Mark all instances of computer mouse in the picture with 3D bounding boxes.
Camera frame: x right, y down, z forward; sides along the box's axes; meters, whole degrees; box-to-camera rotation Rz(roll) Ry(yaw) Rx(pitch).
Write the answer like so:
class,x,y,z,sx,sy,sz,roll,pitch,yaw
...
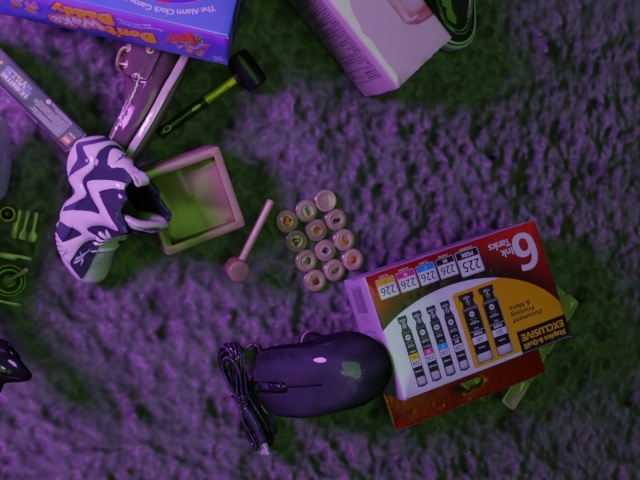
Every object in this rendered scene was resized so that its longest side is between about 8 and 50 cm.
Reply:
class,x,y,z,sx,sy,sz,roll,pitch,yaw
computer mouse,-0.024,0.224,1.235,0.272,0.072,0.188,-17,96,17

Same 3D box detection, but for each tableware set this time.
class,x,y,z,sx,sy,sz,roll,pitch,yaw
tableware set,-0.474,0.020,1.170,0.104,0.024,0.154,12,91,-18

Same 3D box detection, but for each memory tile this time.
class,x,y,z,sx,sy,sz,roll,pitch,yaw
memory tile,0.000,0.000,1.323,0.113,0.012,0.148,-28,101,-14

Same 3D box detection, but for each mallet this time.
class,x,y,z,sx,sy,sz,roll,pitch,yaw
mallet,-0.177,-0.228,1.242,0.190,0.039,0.062,-31,102,-9

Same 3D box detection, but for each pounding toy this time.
class,x,y,z,sx,sy,sz,roll,pitch,yaw
pounding toy,-0.167,-0.038,1.229,0.181,0.094,0.206,-22,107,-18

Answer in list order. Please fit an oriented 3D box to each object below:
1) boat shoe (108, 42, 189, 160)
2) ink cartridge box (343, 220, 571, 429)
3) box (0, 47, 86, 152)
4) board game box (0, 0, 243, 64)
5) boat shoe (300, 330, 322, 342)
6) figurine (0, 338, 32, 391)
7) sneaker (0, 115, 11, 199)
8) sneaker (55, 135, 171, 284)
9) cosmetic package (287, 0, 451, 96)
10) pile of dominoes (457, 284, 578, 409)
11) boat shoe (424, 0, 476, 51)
class,x,y,z,sx,sy,sz,roll,pitch,yaw
boat shoe,-0.239,-0.272,1.178,0.097,0.116,0.324,26,82,-13
ink cartridge box,0.234,0.143,1.323,0.310,0.130,0.271,-18,90,-14
box,-0.416,-0.208,1.124,0.036,0.114,0.207,-46,106,-10
board game box,-0.271,-0.396,1.099,0.347,0.078,0.233,12,73,-4
boat shoe,-0.008,0.217,1.323,0.049,0.042,0.132,-7,97,-19
figurine,-0.527,0.152,1.090,0.215,0.092,0.209,-28,116,29
sneaker,-0.522,-0.053,1.098,0.153,0.101,0.268,12,92,-9
sneaker,-0.283,-0.015,1.125,0.094,0.153,0.234,-16,130,-51
cosmetic package,0.045,-0.378,1.238,0.129,0.153,0.296,-43,106,-10
pile of dominoes,0.315,0.156,1.427,0.196,0.040,0.251,37,77,-7
boat shoe,0.201,-0.464,1.303,0.113,0.105,0.306,-13,98,-16
